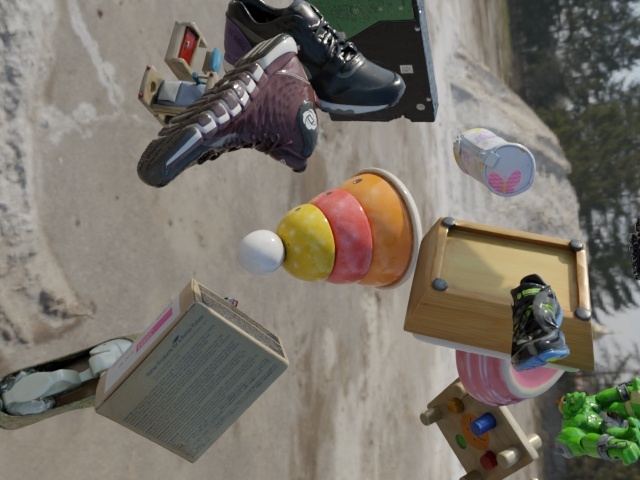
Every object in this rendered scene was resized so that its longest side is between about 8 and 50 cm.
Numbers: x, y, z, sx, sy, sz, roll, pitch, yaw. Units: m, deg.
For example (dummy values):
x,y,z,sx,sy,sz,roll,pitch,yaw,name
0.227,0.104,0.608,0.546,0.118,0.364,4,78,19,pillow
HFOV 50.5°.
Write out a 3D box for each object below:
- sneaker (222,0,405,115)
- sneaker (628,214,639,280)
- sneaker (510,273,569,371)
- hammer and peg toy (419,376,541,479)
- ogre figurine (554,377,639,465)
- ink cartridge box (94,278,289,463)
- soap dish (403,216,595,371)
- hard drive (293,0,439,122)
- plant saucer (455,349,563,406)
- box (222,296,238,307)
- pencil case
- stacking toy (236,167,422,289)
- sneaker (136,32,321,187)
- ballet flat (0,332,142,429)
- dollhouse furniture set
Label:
x,y,z,sx,sy,sz,roll,pitch,yaw,name
-0.014,-0.270,0.965,0.107,0.283,0.124,-59,161,-45,sneaker
0.428,0.005,0.820,0.211,0.081,0.080,11,72,-72,sneaker
0.248,0.094,0.799,0.078,0.067,0.188,62,24,-9,sneaker
0.417,0.503,1.644,0.361,0.127,0.266,58,-35,24,hammer and peg toy
0.402,0.262,0.968,0.097,0.118,0.197,56,36,-20,ogre figurine
-0.198,0.206,1.056,0.193,0.234,0.088,40,10,-25,ink cartridge box
0.295,0.078,1.094,0.229,0.291,0.118,-69,166,-48,soap dish
0.098,-0.372,1.334,0.339,0.237,0.064,65,34,-52,hard drive
0.398,0.170,1.296,0.332,0.084,0.332,-12,111,-34,plant saucer
-0.220,0.167,1.350,0.027,0.137,0.094,28,64,-30,box
0.377,-0.179,1.499,0.124,0.113,0.273,43,10,-15,pencil case
0.000,0.000,1.813,0.480,0.350,0.350,-11,97,-34,stacking toy
-0.090,-0.126,0.874,0.281,0.106,0.162,-49,118,-23,sneaker
-0.441,0.251,1.251,0.123,0.348,0.123,162,-90,-74,ballet flat
-0.216,-0.297,1.191,0.129,0.129,0.183,56,44,-71,dollhouse furniture set
